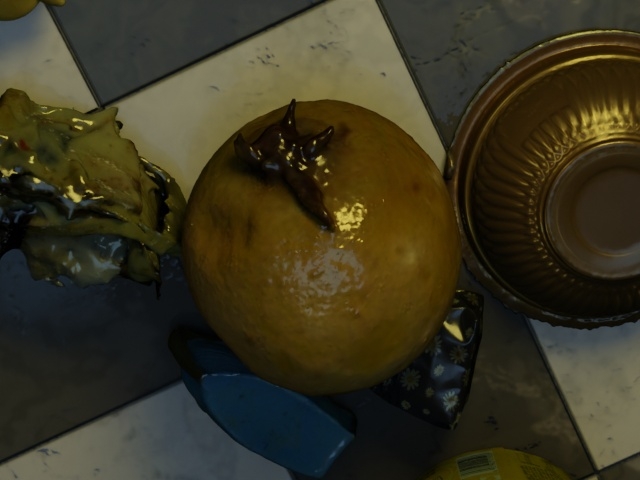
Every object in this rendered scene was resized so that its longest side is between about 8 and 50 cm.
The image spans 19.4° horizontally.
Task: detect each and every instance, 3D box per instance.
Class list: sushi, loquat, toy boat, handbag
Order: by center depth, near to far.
[{"bbox_3d":[0.000,0.000,1.511,0.244,0.244,0.244,-1,107,-3],"label":"loquat"},{"bbox_3d":[-0.245,-0.048,1.549,0.291,0.139,0.131,14,125,-6],"label":"sushi"},{"bbox_3d":[0.068,0.094,1.626,0.139,0.072,0.115,11,108,-1],"label":"handbag"},{"bbox_3d":[-0.054,0.137,1.640,0.185,0.077,0.075,31,102,-21],"label":"toy boat"}]

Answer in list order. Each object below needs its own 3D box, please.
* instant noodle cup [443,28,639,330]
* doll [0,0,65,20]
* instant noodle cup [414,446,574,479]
[{"bbox_3d":[0.241,-0.037,1.586,0.274,0.091,0.274,-1,108,-3],"label":"instant noodle cup"},{"bbox_3d":[-0.333,-0.200,1.506,0.291,0.086,0.117,-21,111,5],"label":"doll"},{"bbox_3d":[0.158,0.313,1.628,0.264,0.200,0.264,-1,106,-3],"label":"instant noodle cup"}]
